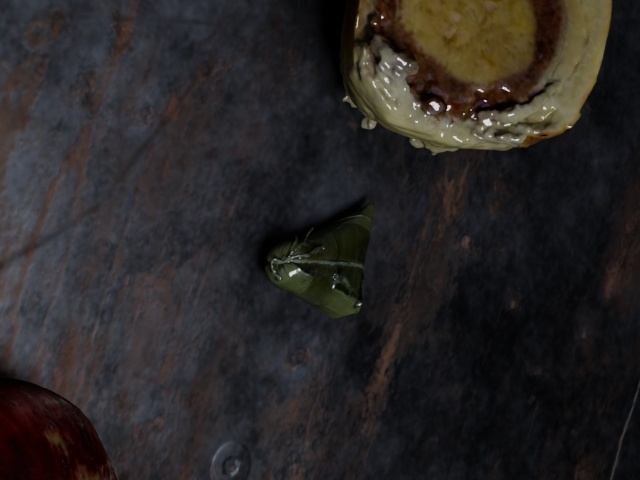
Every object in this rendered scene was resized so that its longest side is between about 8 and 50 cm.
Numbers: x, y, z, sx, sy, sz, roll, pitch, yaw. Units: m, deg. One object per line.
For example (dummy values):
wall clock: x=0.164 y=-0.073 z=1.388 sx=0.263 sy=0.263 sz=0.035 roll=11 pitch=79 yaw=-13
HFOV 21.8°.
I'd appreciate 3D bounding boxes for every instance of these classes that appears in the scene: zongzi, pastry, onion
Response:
zongzi: x=0.000 y=0.000 z=1.528 sx=0.109 sy=0.055 sz=0.119 roll=28 pitch=66 yaw=-40
pastry: x=0.127 y=-0.201 z=1.523 sx=0.236 sy=0.170 sz=0.256 roll=12 pitch=75 yaw=-16
onion: x=-0.248 y=0.247 z=1.244 sx=0.272 sy=0.195 sz=0.272 roll=-21 pitch=120 yaw=-42
